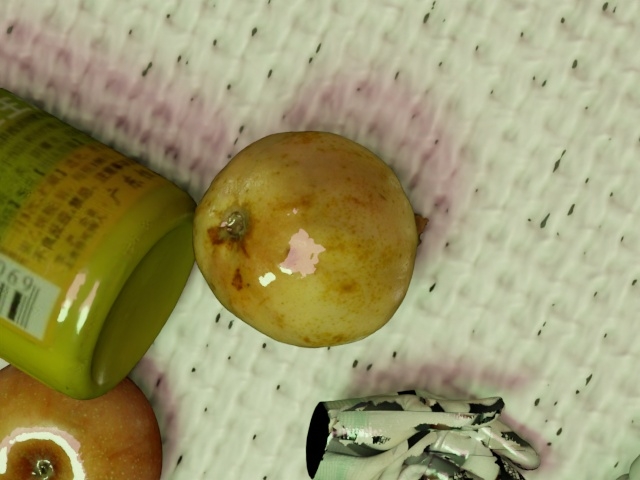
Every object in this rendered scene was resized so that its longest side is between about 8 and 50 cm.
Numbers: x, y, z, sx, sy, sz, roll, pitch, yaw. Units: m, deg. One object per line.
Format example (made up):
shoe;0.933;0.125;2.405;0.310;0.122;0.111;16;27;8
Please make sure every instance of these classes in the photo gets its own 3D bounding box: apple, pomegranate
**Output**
apple;-0.257;0.209;1.876;0.201;0.162;0.201;2;97;13
pomegranate;-0.013;0.000;1.756;0.207;0.207;0.207;3;102;13

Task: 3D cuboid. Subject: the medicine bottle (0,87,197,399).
medicine bottle;-0.323;-0.030;1.810;0.384;0.224;0.224;28;107;13

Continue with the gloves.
gloves;0.101;0.196;1.823;0.212;0.111;0.127;5;99;-16

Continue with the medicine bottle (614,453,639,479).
medicine bottle;0.271;0.364;1.755;0.212;0.212;0.325;43;107;2
